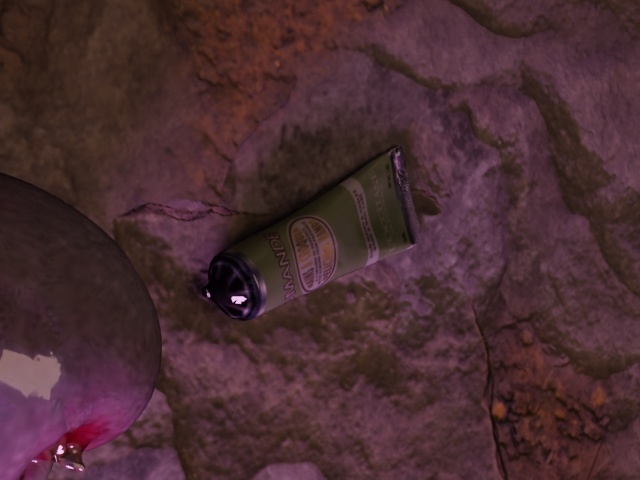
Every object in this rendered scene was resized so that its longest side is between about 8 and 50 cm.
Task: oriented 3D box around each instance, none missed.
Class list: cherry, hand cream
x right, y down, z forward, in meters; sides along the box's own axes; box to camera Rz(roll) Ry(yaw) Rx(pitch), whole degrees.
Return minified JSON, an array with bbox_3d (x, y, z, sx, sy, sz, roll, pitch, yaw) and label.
[{"bbox_3d":[-0.212,0.067,1.003,0.213,0.183,0.266,-28,92,-36],"label":"cherry"},{"bbox_3d":[0.000,0.000,1.253,0.235,0.055,0.086,-27,112,-41],"label":"hand cream"}]
